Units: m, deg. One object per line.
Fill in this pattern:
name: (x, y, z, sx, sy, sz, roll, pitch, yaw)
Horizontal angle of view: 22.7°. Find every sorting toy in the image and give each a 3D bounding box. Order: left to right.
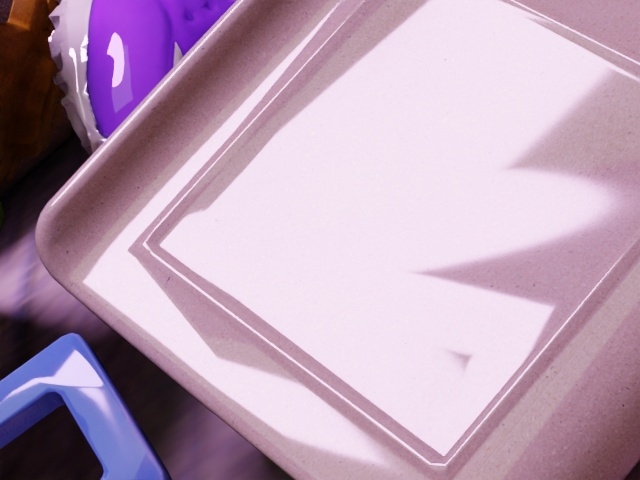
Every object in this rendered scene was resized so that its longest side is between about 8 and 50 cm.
sorting toy: (0.037, -0.010, 0.482, 0.196, 0.047, 0.348, 36, 78, 31)

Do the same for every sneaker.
sneaker: (0.006, -0.117, 0.629, 0.146, 0.102, 0.293, -15, 31, 30)

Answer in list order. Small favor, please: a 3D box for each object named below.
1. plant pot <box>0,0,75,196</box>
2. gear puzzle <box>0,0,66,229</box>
plant pot: (-0.174, -0.123, 0.788, 0.230, 0.215, 0.215, -58, 31, -1)
gear puzzle: (-0.135, 0.052, 0.545, 0.175, 0.044, 0.339, 107, 177, -58)
